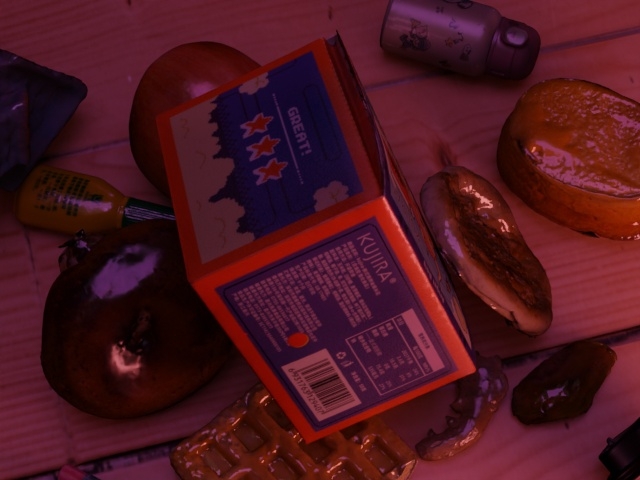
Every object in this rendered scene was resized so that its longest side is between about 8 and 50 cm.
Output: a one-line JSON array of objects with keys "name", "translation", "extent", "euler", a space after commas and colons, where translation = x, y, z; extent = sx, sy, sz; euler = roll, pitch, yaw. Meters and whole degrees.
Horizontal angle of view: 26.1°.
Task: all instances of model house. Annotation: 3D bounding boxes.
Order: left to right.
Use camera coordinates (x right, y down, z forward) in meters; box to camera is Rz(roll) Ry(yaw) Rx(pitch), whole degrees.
[{"name": "model house", "translation": [-0.512, -0.236, 1.933], "extent": [0.360, 0.297, 0.339], "euler": [20, 31, 24]}]

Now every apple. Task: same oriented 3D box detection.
[{"name": "apple", "translation": [-0.134, -0.151, 1.918], "extent": [0.241, 0.242, 0.242], "euler": [32, 66, 11]}]

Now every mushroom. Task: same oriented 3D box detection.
[{"name": "mushroom", "translation": [-0.230, 0.093, 1.825], "extent": [0.267, 0.267, 0.254], "euler": [5, 28, 2]}]

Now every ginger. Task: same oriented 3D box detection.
[{"name": "ginger", "translation": [0.194, 0.224, 1.830], "extent": [0.069, 0.051, 0.173], "euler": [28, 64, 17]}]

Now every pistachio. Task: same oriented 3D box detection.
[{"name": "pistachio", "translation": [0.333, 0.189, 1.850], "extent": [0.173, 0.049, 0.089], "euler": [-34, 68, -16]}]

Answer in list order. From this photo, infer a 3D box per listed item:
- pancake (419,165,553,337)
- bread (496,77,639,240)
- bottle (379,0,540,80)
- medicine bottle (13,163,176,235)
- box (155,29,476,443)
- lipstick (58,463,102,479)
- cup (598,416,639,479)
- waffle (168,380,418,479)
[{"name": "pancake", "translation": [0.227, 0.015, 1.834], "extent": [0.049, 0.282, 0.282], "euler": [-35, 62, 23]}, {"name": "bread", "translation": [0.381, -0.114, 1.957], "extent": [0.269, 0.142, 0.195], "euler": [24, 67, 14]}, {"name": "bottle", "translation": [0.213, -0.306, 2.076], "extent": [0.233, 0.110, 0.110], "euler": [18, 64, 9]}, {"name": "medicine bottle", "translation": [-0.300, -0.042, 1.955], "extent": [0.260, 0.064, 0.095], "euler": [12, 62, 6]}, {"name": "box", "translation": [0.000, 0.000, 1.704], "extent": [0.257, 0.349, 0.318], "euler": [-23, 43, 8]}, {"name": "lipstick", "translation": [-0.234, 0.349, 1.759], "extent": [0.234, 0.053, 0.053], "euler": [24, 65, 14]}, {"name": "cup", "translation": [0.496, 0.310, 1.718], "extent": [0.196, 0.196, 0.280], "euler": [-40, 77, -19]}, {"name": "waffle", "translation": [-0.036, 0.285, 1.778], "extent": [0.248, 0.055, 0.221], "euler": [-35, 63, -22]}]
